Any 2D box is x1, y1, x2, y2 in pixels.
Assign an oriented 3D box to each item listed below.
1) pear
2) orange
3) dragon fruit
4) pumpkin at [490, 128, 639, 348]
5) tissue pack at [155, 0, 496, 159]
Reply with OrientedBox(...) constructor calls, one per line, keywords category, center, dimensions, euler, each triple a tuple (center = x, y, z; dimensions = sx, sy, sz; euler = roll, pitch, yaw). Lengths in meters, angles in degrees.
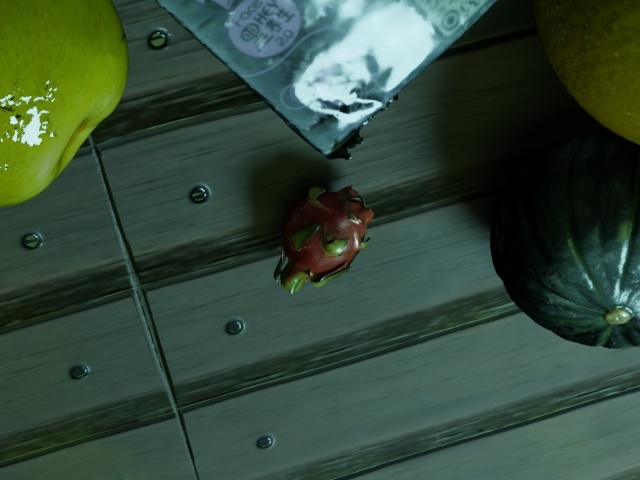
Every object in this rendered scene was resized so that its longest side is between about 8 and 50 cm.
OrientedBox(category="pear", center=(-0.309, -0.174, 0.934), dimensions=(0.285, 0.285, 0.336), euler=(-33, 101, 6))
OrientedBox(category="orange", center=(0.320, -0.210, 1.084), dimensions=(0.274, 0.274, 0.274), euler=(-7, 123, -12))
OrientedBox(category="dragon fruit", center=(-0.002, 0.000, 1.233), dimensions=(0.081, 0.086, 0.116), euler=(18, 130, -39))
OrientedBox(category="pumpkin", center=(0.292, -0.010, 1.232), dimensions=(0.250, 0.250, 0.216), euler=(33, 66, -30))
OrientedBox(category="tissue pack", center=(-0.018, -0.263, 1.018), dimensions=(0.259, 0.122, 0.361), euler=(-42, 129, 10))
